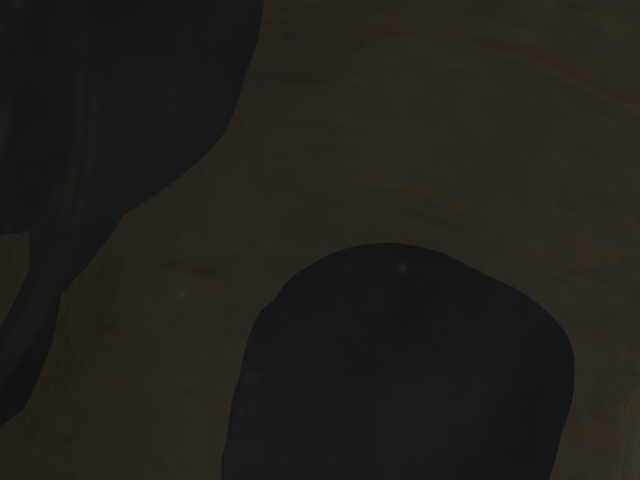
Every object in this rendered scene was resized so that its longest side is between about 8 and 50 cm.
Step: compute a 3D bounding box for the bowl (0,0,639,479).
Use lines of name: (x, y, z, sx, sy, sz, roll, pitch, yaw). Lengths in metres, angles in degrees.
bowl: (0.000, 0.000, 0.449, 0.391, 0.077, 0.391, -15, 111, -41)
